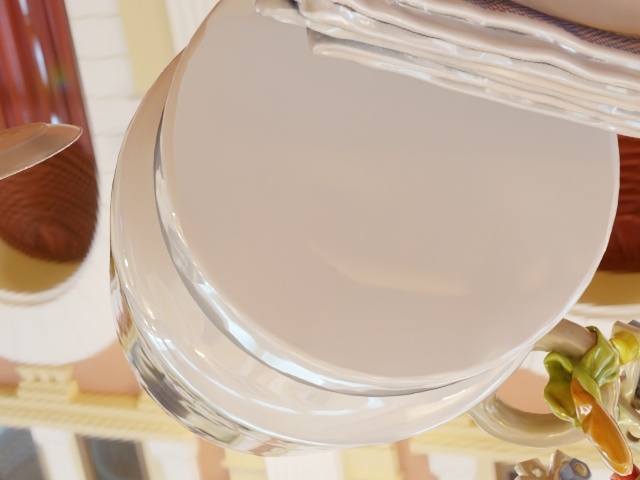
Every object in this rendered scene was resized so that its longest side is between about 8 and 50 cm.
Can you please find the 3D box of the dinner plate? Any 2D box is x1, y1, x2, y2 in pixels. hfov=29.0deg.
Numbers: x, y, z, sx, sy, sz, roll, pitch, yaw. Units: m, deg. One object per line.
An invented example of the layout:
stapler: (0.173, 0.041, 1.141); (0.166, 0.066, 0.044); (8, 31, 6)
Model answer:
dinner plate: (-0.251, -0.066, 0.945); (0.141, 0.017, 0.141); (-16, -162, 5)

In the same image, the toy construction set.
toy construction set: (0.311, 0.241, 1.273); (0.215, 0.327, 0.151); (44, -129, 15)

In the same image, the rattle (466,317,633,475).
rattle: (0.133, 0.141, 0.959); (0.200, 0.130, 0.142); (-2, -131, 9)

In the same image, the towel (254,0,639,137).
towel: (0.073, -0.168, 0.481); (0.209, 0.284, 0.034); (12, 147, -23)

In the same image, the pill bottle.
pill bottle: (0.000, 0.000, 0.620); (0.210, 0.210, 0.363); (-14, 171, -12)
